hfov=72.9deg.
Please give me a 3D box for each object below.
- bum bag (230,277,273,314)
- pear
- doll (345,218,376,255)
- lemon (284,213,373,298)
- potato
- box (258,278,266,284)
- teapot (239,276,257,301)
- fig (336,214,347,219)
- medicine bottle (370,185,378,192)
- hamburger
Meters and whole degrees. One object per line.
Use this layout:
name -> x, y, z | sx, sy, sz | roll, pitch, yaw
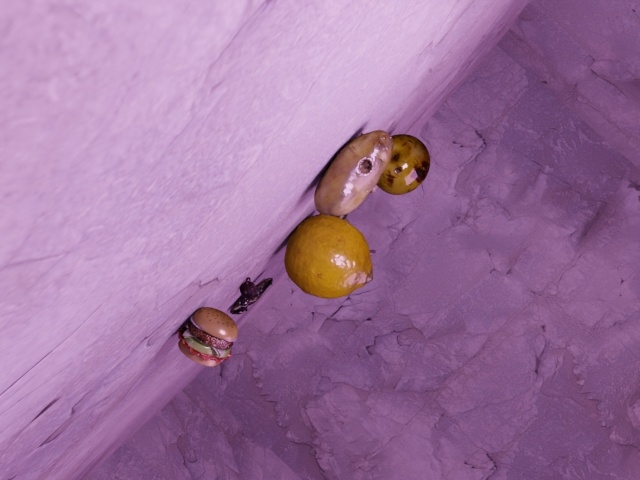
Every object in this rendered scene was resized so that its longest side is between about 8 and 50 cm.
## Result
bum bag -> -0.312, 0.250, 1.946 | 0.248, 0.069, 0.102 | -45, 153, 1
pear -> 0.350, -0.339, 1.912 | 0.284, 0.283, 0.283 | -47, 177, -3
doll -> 0.117, -0.009, 2.448 | 0.215, 0.370, 0.226 | -44, -166, -31
lemon -> 0.036, 0.071, 1.759 | 0.350, 0.387, 0.350 | -52, 161, -27
potato -> 0.095, -0.195, 1.254 | 0.296, 0.141, 0.191 | -47, 161, 16
box -> -0.342, 0.271, 2.237 | 0.167, 0.024, 0.090 | -49, 177, 15
teapot -> -0.278, 0.188, 1.654 | 0.045, 0.067, 0.101 | -39, 136, -58
fig -> 0.096, -0.173, 2.048 | 0.178, 0.117, 0.117 | -65, 173, 14
medicine bottle -> 0.357, -0.403, 2.584 | 0.252, 0.114, 0.114 | -47, 177, -9
hamburger -> -0.320, 0.269, 1.258 | 0.137, 0.175, 0.175 | -61, 176, 6
